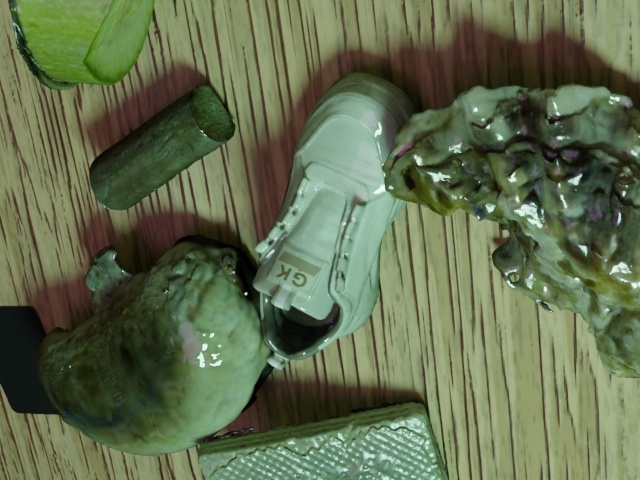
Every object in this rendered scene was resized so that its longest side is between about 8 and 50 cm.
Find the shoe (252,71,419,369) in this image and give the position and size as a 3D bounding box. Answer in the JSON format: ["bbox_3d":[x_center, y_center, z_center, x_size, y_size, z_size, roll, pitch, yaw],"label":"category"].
[{"bbox_3d":[0.000,0.000,1.488,0.124,0.159,0.316,24,133,17],"label":"shoe"}]

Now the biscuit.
[{"bbox_3d":[0.006,0.257,1.668,0.252,0.052,0.150,-10,117,10],"label":"biscuit"}]

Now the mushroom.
[{"bbox_3d":[-0.190,0.125,1.707,0.344,0.130,0.247,-21,112,38],"label":"mushroom"}]

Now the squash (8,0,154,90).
[{"bbox_3d":[-0.182,-0.236,1.409,0.133,0.220,0.220,12,127,12],"label":"squash"}]

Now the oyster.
[{"bbox_3d":[0.227,0.002,1.378,0.238,0.115,0.351,-26,105,40],"label":"oyster"}]

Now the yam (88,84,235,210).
[{"bbox_3d":[-0.160,-0.093,1.583,0.169,0.068,0.068,-30,102,37],"label":"yam"}]

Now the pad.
[{"bbox_3d":[-0.360,0.147,1.908,0.112,0.003,0.157,-2,119,32],"label":"pad"}]
